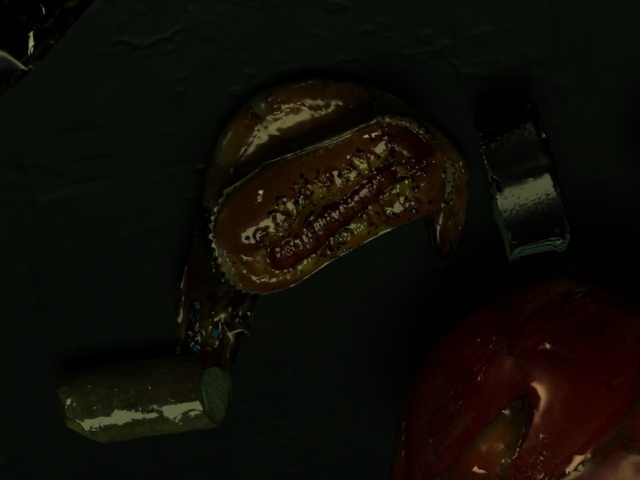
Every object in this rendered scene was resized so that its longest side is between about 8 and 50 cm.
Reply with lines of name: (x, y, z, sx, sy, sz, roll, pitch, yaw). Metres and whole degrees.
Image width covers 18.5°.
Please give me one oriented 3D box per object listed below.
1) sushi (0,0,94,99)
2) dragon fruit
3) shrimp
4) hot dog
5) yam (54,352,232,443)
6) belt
sushi: (-0.260, -0.158, 1.295, 0.150, 0.153, 0.172, 44, 159, -15)
dragon fruit: (0.208, 0.174, 1.594, 0.296, 0.295, 0.301, 15, 101, -22)
shrimp: (0.000, 0.000, 1.550, 0.222, 0.054, 0.290, 13, 122, -21)
hot dog: (0.006, -0.028, 1.467, 0.191, 0.059, 0.108, -29, 127, 3)
yam: (-0.147, 0.133, 1.648, 0.147, 0.069, 0.069, -9, 134, -3)
belt: (0.157, -0.043, 1.506, 0.058, 0.105, 0.140, -14, 144, 3)
